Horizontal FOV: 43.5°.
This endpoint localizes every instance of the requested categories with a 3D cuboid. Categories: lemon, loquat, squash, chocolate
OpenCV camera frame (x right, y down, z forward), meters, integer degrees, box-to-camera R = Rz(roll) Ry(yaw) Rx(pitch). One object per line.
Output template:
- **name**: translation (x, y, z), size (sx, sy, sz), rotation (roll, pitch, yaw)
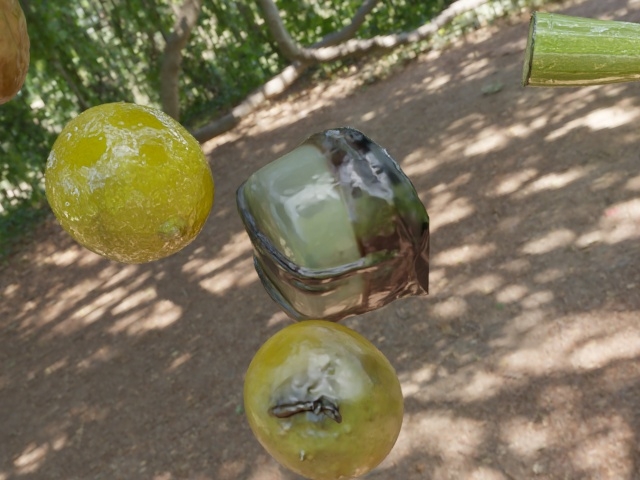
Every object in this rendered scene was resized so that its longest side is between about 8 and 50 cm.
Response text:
- **lemon**: translation (-0.209, -0.061, 0.889), size (0.178, 0.178, 0.203), rotation (-32, 50, -17)
- **loquat**: translation (0.008, 0.164, 0.847), size (0.149, 0.172, 0.204), rotation (-57, -13, 16)
- **squash**: translation (0.355, -0.228, 0.952), size (0.224, 0.094, 0.094), rotation (3, 27, 14)
- **chocolate**: translation (0.000, 0.000, 1.105), size (0.186, 0.283, 0.284), rotation (-31, 19, -23)

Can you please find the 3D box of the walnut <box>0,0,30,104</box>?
- **walnut**: translation (-0.358, -0.192, 0.760), size (0.156, 0.184, 0.155), rotation (1, 43, -1)
